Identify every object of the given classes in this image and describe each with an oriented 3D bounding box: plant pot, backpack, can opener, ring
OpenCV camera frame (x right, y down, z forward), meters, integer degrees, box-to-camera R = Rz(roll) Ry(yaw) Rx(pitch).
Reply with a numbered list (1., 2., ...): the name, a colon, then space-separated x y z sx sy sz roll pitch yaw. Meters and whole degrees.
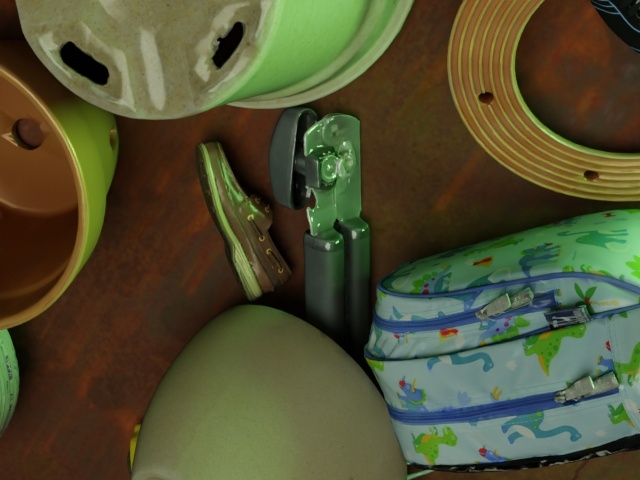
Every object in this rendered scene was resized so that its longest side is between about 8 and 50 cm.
1. plant pot: -0.099 -0.240 1.068 0.333 0.305 0.334 5 110 13
2. plant pot: -0.330 -0.082 1.258 0.290 0.203 0.291 5 114 12
3. plant pot: -0.081 0.236 1.278 0.284 0.191 0.284 23 132 29
4. backpack: 0.219 0.096 1.176 0.355 0.290 0.273 -31 93 30
5. can opener: 0.000 0.000 1.297 0.095 0.076 0.283 21 121 41
6. ring: 0.281 -0.163 1.110 0.336 0.032 0.337 5 136 5

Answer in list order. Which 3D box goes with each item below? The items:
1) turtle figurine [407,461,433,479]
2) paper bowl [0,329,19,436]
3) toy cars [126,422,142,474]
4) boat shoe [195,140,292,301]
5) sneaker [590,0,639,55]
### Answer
1. turtle figurine: 0.104 0.336 1.379 0.234 0.118 0.175 -30 102 29
2. paper bowl: -0.477 0.140 1.417 0.284 0.148 0.284 5 114 12
3. toy cars: -0.235 0.381 1.491 0.176 0.087 0.394 38 116 -3
4. boat shoe: -0.080 -0.026 1.304 0.060 0.064 0.178 -23 109 -9
5. sneaker: 0.262 -0.236 1.108 0.081 0.090 0.232 -39 98 24
